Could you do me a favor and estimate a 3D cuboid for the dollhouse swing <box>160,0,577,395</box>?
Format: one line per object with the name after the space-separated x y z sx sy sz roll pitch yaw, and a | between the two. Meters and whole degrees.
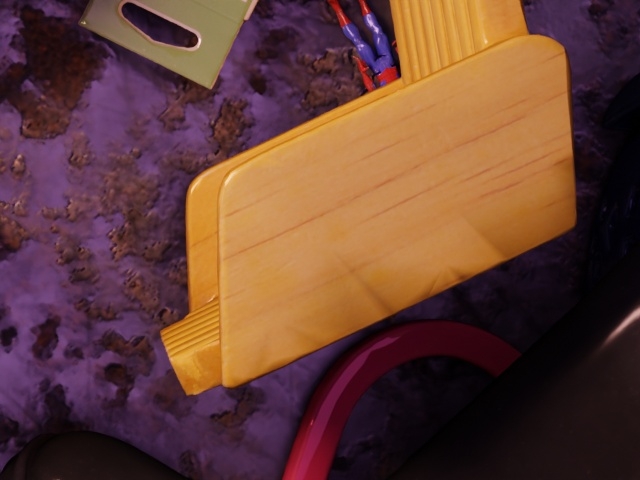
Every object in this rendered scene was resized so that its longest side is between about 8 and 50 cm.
-0.010 -0.112 1.268 0.315 0.347 0.305 -25 95 -5 | dollhouse swing

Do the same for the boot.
0.063 0.153 1.275 0.445 0.146 0.367 -39 104 25 | boot

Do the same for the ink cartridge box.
-0.082 -0.222 1.424 0.109 0.062 0.209 27 86 -8 | ink cartridge box

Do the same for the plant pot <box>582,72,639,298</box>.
0.327 -0.031 1.412 0.236 0.236 0.212 1 83 -10 | plant pot

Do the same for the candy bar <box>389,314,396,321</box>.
0.000 0.000 1.460 0.161 0.018 0.040 40 84 -6 | candy bar

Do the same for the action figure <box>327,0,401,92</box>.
0.044 -0.134 1.464 0.038 0.030 0.115 -29 97 -11 | action figure

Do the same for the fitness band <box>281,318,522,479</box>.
0.072 0.202 1.457 0.209 0.054 0.290 18 86 -6 | fitness band
